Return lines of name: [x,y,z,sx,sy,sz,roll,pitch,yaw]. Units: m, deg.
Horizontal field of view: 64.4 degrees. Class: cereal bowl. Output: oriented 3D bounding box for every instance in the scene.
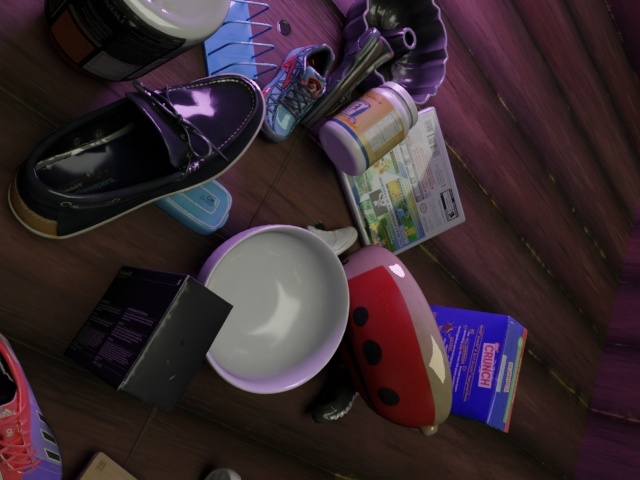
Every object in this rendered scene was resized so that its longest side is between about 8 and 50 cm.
cereal bowl: [-0.114,0.131,1.043,0.339,0.141,0.338,-3,95,-35]

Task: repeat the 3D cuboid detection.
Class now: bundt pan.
bundt pan: [0.183,-0.505,1.310,0.331,0.124,0.330,-2,93,-41]

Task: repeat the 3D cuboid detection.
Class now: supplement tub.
supplement tub: [-0.293,-0.357,0.772,0.194,0.316,0.193,-2,93,-42]
supplement tub: [0.112,-0.259,1.174,0.200,0.144,0.144,-40,117,-14]

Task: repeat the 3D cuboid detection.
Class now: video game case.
video game case: [0.210,-0.140,1.326,0.300,0.036,0.328,-25,109,-13]

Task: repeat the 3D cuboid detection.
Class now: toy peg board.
toy peg board: [-0.395,0.476,0.874,0.161,0.079,0.160,56,42,-27]

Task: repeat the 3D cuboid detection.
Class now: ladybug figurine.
ladybug figurine: [0.137,0.221,1.148,0.162,0.305,0.449,-11,60,-23]

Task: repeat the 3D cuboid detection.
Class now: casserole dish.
casserole dish: [-0.248,-0.089,1.002,0.188,0.037,0.114,40,66,-35]

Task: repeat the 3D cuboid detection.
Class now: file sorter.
file sorter: [-0.165,-0.421,1.023,0.118,0.105,0.170,-13,100,-40]

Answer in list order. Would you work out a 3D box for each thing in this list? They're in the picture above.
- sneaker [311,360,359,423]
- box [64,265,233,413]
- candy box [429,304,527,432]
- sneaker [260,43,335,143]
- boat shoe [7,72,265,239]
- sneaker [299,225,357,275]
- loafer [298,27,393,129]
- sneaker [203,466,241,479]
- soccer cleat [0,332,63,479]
sneaker: [0.054,0.354,1.251,0.234,0.078,0.106,-25,104,-42]
box: [-0.285,0.147,0.825,0.103,0.261,0.184,39,67,-35]
candy box: [0.354,0.322,1.348,0.122,0.317,0.268,29,72,-38]
sneaker: [-0.051,-0.332,1.108,0.104,0.125,0.261,34,69,-35]
boat shoe: [-0.276,-0.173,0.875,0.500,0.156,0.186,-37,91,-33]
sneaker: [0.000,0.000,1.200,0.212,0.080,0.094,-32,100,-35]
loafer: [0.060,-0.350,1.155,0.084,0.096,0.267,35,104,-27]
sneaker: [-0.187,0.603,1.033,0.169,0.108,0.292,22,86,-41]
soccer cleat: [-0.472,0.271,0.761,0.109,0.117,0.317,-25,107,-38]
